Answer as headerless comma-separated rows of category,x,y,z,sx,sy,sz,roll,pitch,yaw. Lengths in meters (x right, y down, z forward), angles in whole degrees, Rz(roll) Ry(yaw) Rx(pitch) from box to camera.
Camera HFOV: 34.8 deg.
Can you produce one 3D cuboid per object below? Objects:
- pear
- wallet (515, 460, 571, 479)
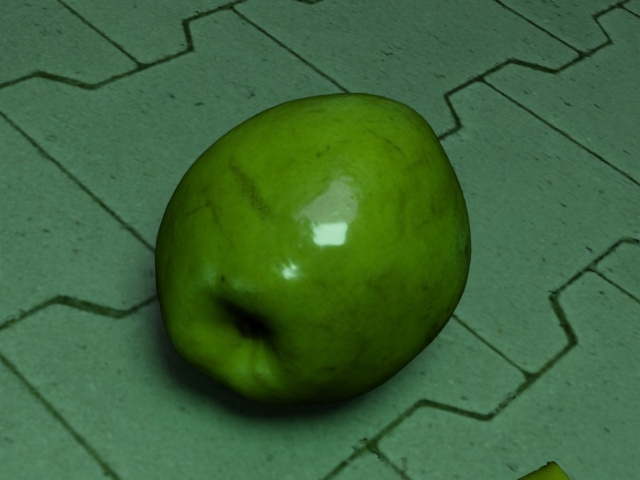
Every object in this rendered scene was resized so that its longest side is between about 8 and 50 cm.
pear,0.000,0.000,0.863,0.252,0.253,0.307,25,32,10
wallet,0.123,0.260,0.748,0.241,0.067,0.141,-17,53,-31
